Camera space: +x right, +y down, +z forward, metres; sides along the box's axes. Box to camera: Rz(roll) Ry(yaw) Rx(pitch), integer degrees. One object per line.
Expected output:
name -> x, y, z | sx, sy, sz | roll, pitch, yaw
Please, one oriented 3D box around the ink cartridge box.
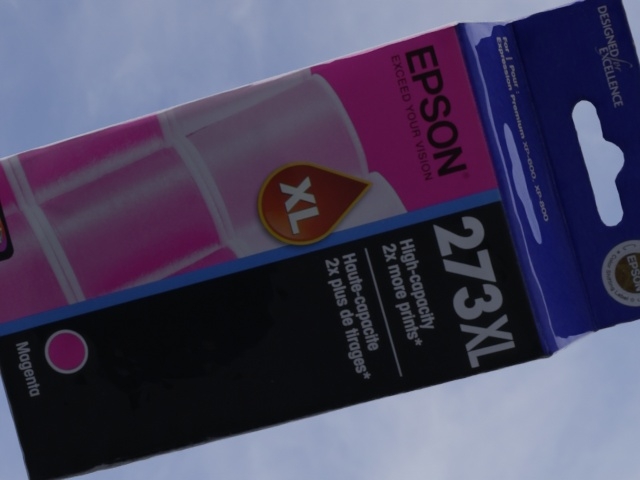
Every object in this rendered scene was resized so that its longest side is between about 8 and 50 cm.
ink cartridge box -> 0.000, 0.000, 0.658 | 0.371, 0.069, 0.175 | -16, -90, 8
